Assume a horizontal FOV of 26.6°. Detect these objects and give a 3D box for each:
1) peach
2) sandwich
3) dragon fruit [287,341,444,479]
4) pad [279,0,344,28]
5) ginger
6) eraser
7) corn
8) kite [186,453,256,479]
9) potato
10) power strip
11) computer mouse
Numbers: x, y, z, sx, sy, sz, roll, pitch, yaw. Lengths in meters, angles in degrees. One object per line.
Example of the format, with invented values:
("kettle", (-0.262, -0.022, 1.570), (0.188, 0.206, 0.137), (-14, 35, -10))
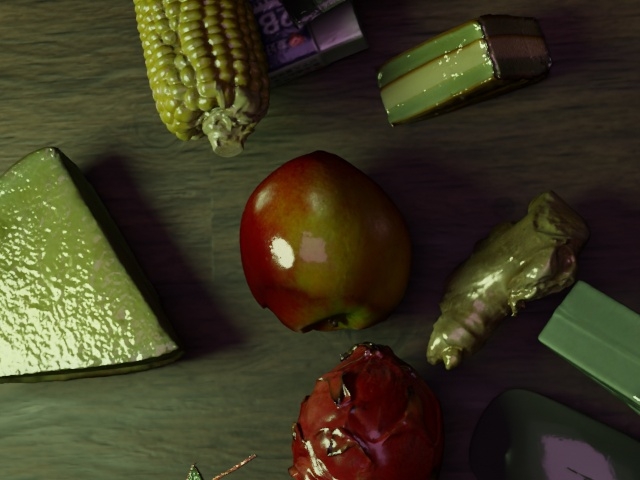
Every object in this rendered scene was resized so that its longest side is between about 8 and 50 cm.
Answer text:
("peach", (0.000, 0.000, 1.447), (0.197, 0.197, 0.197), (-1, 85, 11))
("sandwich", (0.160, -0.187, 1.514), (0.163, 0.113, 0.079), (-23, 80, 44))
("dragon fruit", (0.048, 0.216, 1.419), (0.172, 0.172, 0.209), (20, 91, 12))
("pad", (-0.002, -0.353, 1.512), (0.174, 0.022, 0.233), (-31, 59, -1))
("ginger", (0.190, 0.042, 1.440), (0.074, 0.137, 0.213), (36, 112, -19))
("eraser", (-0.064, -0.239, 1.537), (0.210, 0.068, 0.124), (-21, 77, 9))
("corn", (-0.139, -0.253, 1.457), (0.130, 0.130, 0.347), (-18, 74, 9))
("kite", (-0.089, 0.333, 1.519), (0.244, 0.006, 0.198), (-29, 80, 7))
("potato", (-0.284, 0.027, 1.537), (0.269, 0.112, 0.255), (-7, 80, 8))
("power strip", (0.379, 0.143, 1.341), (0.261, 0.229, 0.141), (35, 91, -22))
("computer mouse", (0.270, 0.245, 1.430), (0.232, 0.057, 0.120), (27, 91, 13))
